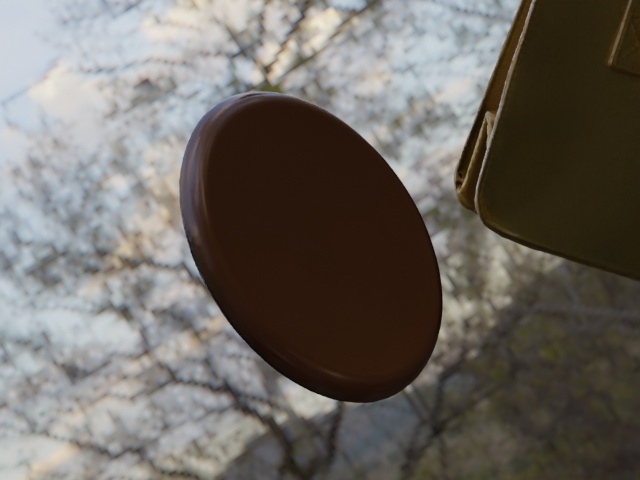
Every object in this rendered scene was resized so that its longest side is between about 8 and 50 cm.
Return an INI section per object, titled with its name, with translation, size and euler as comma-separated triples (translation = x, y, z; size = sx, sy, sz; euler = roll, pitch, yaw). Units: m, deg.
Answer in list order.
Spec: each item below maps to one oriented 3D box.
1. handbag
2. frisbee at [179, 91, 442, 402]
[handbag]
translation = 0.354, -0.094, 1.649
size = 0.133, 0.401, 0.283
euler = -119, 48, -81
[frisbee]
translation = 0.000, 0.000, 1.251
size = 0.021, 0.251, 0.251
euler = -34, -10, 40
